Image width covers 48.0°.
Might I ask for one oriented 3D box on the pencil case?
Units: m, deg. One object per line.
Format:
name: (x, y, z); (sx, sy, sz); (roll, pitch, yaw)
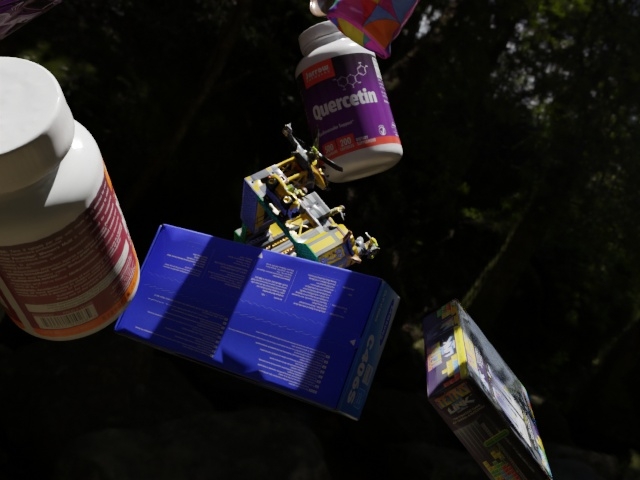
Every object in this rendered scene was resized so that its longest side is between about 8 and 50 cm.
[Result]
pencil case: (0.107, -0.340, 0.872); (0.104, 0.236, 0.104); (36, 3, -2)

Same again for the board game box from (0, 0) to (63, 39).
board game box: (-0.404, -0.159, 0.640); (0.346, 0.056, 0.208); (-21, 10, 22)

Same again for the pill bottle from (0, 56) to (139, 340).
pill bottle: (-0.221, -0.024, 0.561); (0.121, 0.121, 0.221); (18, -35, 12)

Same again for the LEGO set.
LEGO set: (0.000, 0.000, 1.126); (0.192, 0.331, 0.255); (-28, 57, -26)

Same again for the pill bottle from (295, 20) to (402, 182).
pill bottle: (0.053, -0.299, 1.553); (0.181, 0.323, 0.181); (-16, -5, -1)

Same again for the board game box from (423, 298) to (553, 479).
board game box: (0.161, 0.154, 0.714); (0.141, 0.048, 0.170); (51, 17, -10)

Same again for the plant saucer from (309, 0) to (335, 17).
plant saucer: (0.061, -0.583, 1.650); (0.036, 0.199, 0.198); (37, -5, -37)

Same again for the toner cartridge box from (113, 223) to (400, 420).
toner cartridge box: (-0.088, 0.096, 0.929); (0.347, 0.165, 0.075); (14, -15, 28)
